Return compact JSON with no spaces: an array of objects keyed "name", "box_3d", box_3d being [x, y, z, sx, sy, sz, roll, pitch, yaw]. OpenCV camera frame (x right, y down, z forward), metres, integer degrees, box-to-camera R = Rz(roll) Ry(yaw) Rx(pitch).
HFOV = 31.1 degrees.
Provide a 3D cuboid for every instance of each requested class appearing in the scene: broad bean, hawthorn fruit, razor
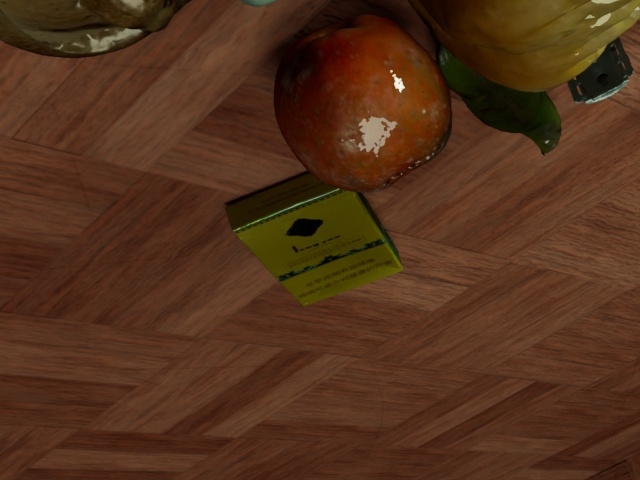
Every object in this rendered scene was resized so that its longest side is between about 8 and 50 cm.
[{"name":"broad bean","box_3d":[0.182,-0.169,1.220,0.077,0.061,0.339,-36,149,13]},{"name":"hawthorn fruit","box_3d":[0.036,-0.133,1.099,0.172,0.173,0.173,-13,153,-7]},{"name":"razor","box_3d":[0.223,-0.235,1.108,0.068,0.106,0.232,-28,141,22]}]

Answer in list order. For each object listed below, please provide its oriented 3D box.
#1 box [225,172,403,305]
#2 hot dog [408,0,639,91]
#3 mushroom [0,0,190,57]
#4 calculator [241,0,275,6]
[{"name":"box","box_3d":[0.000,0.000,1.461,0.153,0.041,0.279,-20,152,9]},{"name":"hot dog","box_3d":[0.080,-0.277,0.635,0.196,0.366,0.367,-21,152,13]},{"name":"mushroom","box_3d":[-0.165,-0.234,0.808,0.253,0.153,0.253,-10,152,-5]},{"name":"calculator","box_3d":[0.002,-0.273,0.948,0.246,0.045,0.141,-21,152,11]}]
